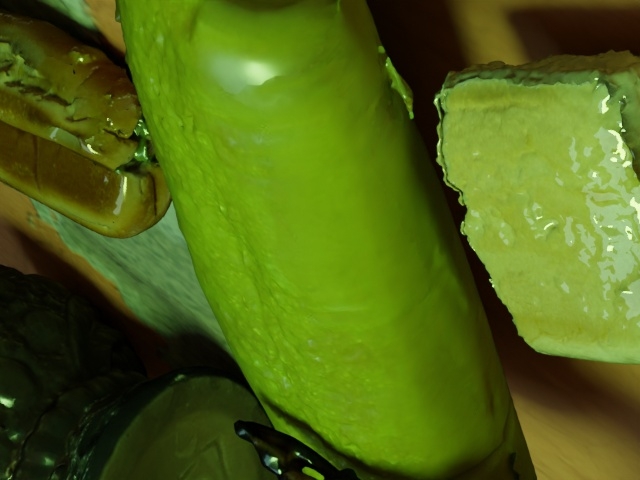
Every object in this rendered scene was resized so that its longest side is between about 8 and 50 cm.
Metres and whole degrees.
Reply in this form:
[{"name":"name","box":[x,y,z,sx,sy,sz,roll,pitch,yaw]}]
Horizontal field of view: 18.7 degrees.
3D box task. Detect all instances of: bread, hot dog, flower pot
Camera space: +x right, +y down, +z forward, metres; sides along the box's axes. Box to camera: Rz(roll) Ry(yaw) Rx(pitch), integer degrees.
[{"name":"bread","box":[0.000,0.000,0.845,0.383,0.112,0.166,68,-178,-45]},{"name":"hot dog","box":[-0.179,-0.085,1.120,0.269,0.072,0.115,28,154,39]},{"name":"flower pot","box":[-0.185,0.161,1.343,0.267,0.266,0.266,11,142,39]},{"name":"bread","box":[0.110,-0.015,0.723,0.106,0.082,0.125,-1,114,49]}]

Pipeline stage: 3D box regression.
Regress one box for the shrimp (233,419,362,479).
[{"name":"shrimp","box":[0.061,0.173,0.835,0.262,0.066,0.117,32,149,14]}]
